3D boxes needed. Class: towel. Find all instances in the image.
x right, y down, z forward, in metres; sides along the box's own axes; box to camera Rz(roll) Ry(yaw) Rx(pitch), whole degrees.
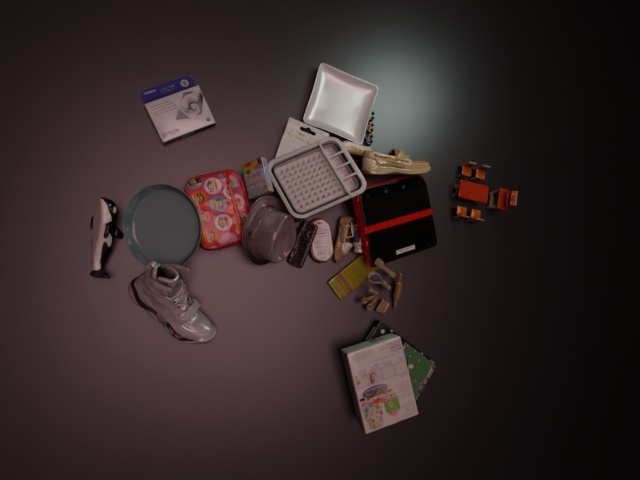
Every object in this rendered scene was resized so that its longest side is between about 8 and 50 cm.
[{"bbox_3d":[0.146,0.145,1.855,0.237,0.021,0.102,-38,103,-15],"label":"towel"}]

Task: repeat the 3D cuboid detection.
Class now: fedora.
[{"bbox_3d":[-0.176,-0.025,1.662,0.243,0.124,0.275,23,86,-54],"label":"fedora"}]

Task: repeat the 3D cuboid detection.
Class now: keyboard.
[{"bbox_3d":[-0.087,0.010,1.767,0.100,0.038,0.192,21,89,5],"label":"keyboard"}]

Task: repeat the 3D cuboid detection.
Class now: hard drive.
[{"bbox_3d":[0.311,0.532,1.857,0.339,0.064,0.237,37,79,-10],"label":"hard drive"}]

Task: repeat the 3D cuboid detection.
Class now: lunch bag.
[{"bbox_3d":[-0.373,-0.119,1.677,0.258,0.120,0.293,-16,92,-20],"label":"lunch bag"}]

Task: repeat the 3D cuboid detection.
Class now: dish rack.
[{"bbox_3d":[-0.018,-0.239,1.707,0.333,0.072,0.285,-25,73,-15],"label":"dish rack"}]

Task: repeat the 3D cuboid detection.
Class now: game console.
[{"bbox_3d":[0.326,-0.095,1.865,0.386,0.060,0.342,-16,99,-26],"label":"game console"}]

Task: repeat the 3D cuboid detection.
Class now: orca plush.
[{"bbox_3d":[-0.759,-0.007,1.569,0.102,0.151,0.287,3,83,-47],"label":"orca plush"}]

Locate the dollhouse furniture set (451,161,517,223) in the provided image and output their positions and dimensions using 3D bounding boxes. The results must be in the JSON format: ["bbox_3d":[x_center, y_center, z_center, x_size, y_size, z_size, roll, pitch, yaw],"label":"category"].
[{"bbox_3d":[0.746,-0.211,1.977,0.259,0.135,0.262,10,84,-15],"label":"dollhouse furniture set"}]

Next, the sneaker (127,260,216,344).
[{"bbox_3d":[-0.509,0.223,1.555,0.366,0.210,0.137,39,40,-7],"label":"sneaker"}]

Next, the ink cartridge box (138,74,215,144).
[{"bbox_3d":[-0.555,-0.515,1.678,0.223,0.045,0.224,-27,94,-15],"label":"ink cartridge box"}]

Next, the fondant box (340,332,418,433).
[{"bbox_3d":[0.239,0.572,1.753,0.238,0.096,0.330,-14,90,-16],"label":"fondant box"}]

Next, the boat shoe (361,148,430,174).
[{"bbox_3d":[0.332,-0.338,1.852,0.341,0.121,0.110,-5,102,-27],"label":"boat shoe"}]

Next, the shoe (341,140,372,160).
[{"bbox_3d":[0.125,-0.389,1.848,0.219,0.076,0.058,9,82,-23],"label":"shoe"}]

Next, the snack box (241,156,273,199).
[{"bbox_3d":[-0.242,-0.238,1.664,0.100,0.037,0.141,-19,79,28],"label":"snack box"}]

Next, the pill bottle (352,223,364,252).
[{"bbox_3d":[0.169,-0.007,1.842,0.067,0.067,0.120,6,85,-15],"label":"pill bottle"}]

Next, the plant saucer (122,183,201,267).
[{"bbox_3d":[-0.575,-0.049,1.591,0.317,0.044,0.318,1,95,11],"label":"plant saucer"}]

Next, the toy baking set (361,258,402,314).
[{"bbox_3d":[0.269,0.202,1.829,0.196,0.030,0.256,2,106,-32],"label":"toy baking set"}]

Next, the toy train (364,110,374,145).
[{"bbox_3d":[0.215,-0.493,1.900,0.036,0.027,0.158,5,86,-12],"label":"toy train"}]

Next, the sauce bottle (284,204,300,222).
[{"bbox_3d":[0.023,-0.192,1.789,0.344,0.111,0.111,-29,95,-15],"label":"sauce bottle"}]

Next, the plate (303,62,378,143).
[{"bbox_3d":[0.085,-0.582,1.860,0.278,0.045,0.277,18,83,-14],"label":"plate"}]

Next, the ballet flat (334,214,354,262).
[{"bbox_3d":[0.103,-0.005,1.816,0.073,0.067,0.206,12,84,-57],"label":"ballet flat"}]

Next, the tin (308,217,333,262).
[{"bbox_3d":[0.000,0.000,1.812,0.106,0.040,0.190,-7,89,-20],"label":"tin"}]

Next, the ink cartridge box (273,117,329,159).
[{"bbox_3d":[-0.084,-0.367,1.803,0.189,0.066,0.232,20,74,-14],"label":"ink cartridge box"}]
